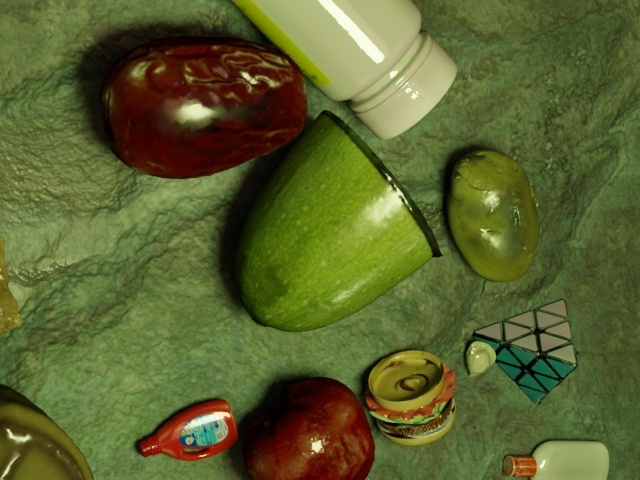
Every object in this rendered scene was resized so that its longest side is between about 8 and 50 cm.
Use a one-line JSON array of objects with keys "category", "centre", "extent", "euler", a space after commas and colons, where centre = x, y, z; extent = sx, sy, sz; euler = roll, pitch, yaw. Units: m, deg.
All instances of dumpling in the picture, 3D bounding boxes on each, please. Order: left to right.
[{"category": "dumpling", "centre": [0.302, 0.223, 1.950], "extent": [0.059, 0.043, 0.077], "euler": [-8, 99, -14]}]

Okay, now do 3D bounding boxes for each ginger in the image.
[{"category": "ginger", "centre": [-0.525, 0.072, 1.605], "extent": [0.096, 0.067, 0.165], "euler": [-11, 87, -19]}]

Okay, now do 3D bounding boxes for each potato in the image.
[{"category": "potato", "centre": [0.316, -0.043, 1.871], "extent": [0.169, 0.143, 0.248], "euler": [-15, 103, -8]}]

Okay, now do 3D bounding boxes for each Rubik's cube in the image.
[{"category": "Rubik's cube", "centre": [0.381, 0.179, 1.980], "extent": [0.178, 0.211, 0.190], "euler": [17, 57, -2]}]

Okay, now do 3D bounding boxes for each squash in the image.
[{"category": "squash", "centre": [-0.019, -0.003, 1.685], "extent": [0.309, 0.310, 0.310], "euler": [-37, 108, -4]}]

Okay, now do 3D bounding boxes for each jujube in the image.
[{"category": "jujube", "centre": [-0.183, -0.209, 1.622], "extent": [0.318, 0.223, 0.223], "euler": [-10, 100, -20]}]

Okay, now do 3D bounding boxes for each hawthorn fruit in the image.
[{"category": "hawthorn fruit", "centre": [-0.004, 0.366, 1.775], "extent": [0.230, 0.210, 0.266], "euler": [-53, 125, -21]}]

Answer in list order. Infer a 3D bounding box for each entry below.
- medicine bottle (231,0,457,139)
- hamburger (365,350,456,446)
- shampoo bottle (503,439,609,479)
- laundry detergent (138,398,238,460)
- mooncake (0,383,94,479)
[{"category": "medicine bottle", "centre": [0.034, -0.358, 1.686], "extent": [0.379, 0.213, 0.213], "euler": [43, 81, -19]}, {"category": "hamburger", "centre": [0.167, 0.292, 1.850], "extent": [0.175, 0.175, 0.137], "euler": [-26, 117, -16]}, {"category": "shampoo bottle", "centre": [0.464, 0.446, 2.037], "extent": [0.221, 0.051, 0.108], "euler": [6, 96, -22]}, {"category": "laundry detergent", "centre": [-0.226, 0.334, 1.761], "extent": [0.165, 0.049, 0.097], "euler": [-18, 106, -16]}, {"category": "mooncake", "centre": [-0.543, 0.412, 1.548], "extent": [0.393, 0.246, 0.394], "euler": [4, 98, -28]}]
